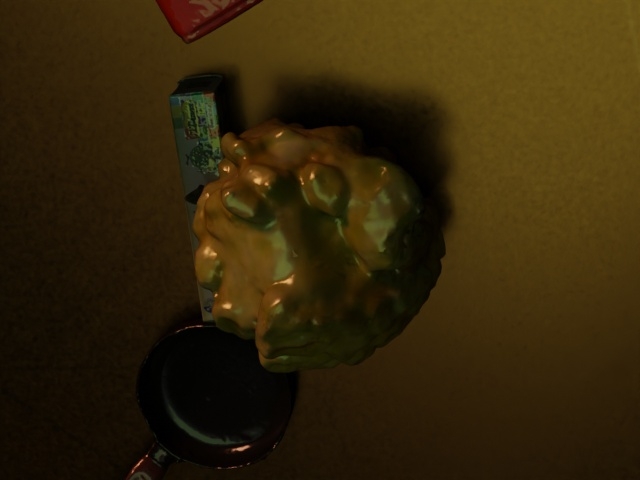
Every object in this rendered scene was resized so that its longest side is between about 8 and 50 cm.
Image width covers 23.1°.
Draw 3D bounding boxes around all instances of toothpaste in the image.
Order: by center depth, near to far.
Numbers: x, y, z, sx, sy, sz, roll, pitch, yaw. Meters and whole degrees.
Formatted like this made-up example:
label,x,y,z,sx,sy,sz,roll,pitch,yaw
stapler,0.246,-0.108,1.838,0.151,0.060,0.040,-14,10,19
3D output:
label,x,y,z,sx,sy,sz,roll,pitch,yaw
toothpaste,-0.073,-0.028,1.064,0.034,0.046,0.164,-5,107,8

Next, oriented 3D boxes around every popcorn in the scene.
label,x,y,z,sx,sy,sz,roll,pitch,yaw
popcorn,-0.007,-0.002,1.003,0.173,0.142,0.174,-10,113,-24

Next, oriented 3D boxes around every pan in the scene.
label,x,y,z,sx,sy,sz,roll,pitch,yaw
pan,-0.104,0.145,1.129,0.115,0.040,0.212,38,103,-5

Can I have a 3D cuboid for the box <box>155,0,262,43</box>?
label,x,y,z,sx,sy,sz,roll,pitch,yaw
box,-0.056,-0.206,0.929,0.099,0.182,0.133,-30,98,17
